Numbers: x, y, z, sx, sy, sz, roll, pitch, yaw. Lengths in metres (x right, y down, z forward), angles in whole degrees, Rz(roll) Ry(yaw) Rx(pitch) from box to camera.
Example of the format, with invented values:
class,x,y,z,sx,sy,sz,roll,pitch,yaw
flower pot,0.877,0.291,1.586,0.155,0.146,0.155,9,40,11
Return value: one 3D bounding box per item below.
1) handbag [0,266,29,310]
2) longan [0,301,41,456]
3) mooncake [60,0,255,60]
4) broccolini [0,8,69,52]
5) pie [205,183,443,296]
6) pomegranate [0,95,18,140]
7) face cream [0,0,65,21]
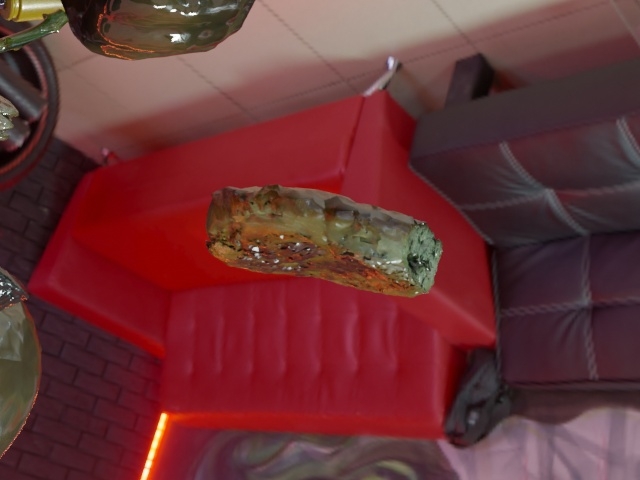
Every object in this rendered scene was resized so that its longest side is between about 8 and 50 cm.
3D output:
class,x,y,z,sx,sy,sz,roll,pitch,yaw
handbag,-0.414,0.043,0.821,0.175,0.088,0.270,-21,160,6
longan,-0.685,0.227,1.448,0.404,0.436,0.404,35,-179,-1
mooncake,-0.158,-0.320,0.825,0.161,0.290,0.290,-5,166,-28
broccolini,-0.289,-0.155,0.698,0.052,0.194,0.054,-22,102,41
pie,0.000,0.000,1.092,0.288,0.103,0.355,8,173,17
pomegranate,-0.447,-0.177,0.986,0.210,0.180,0.180,28,153,-33
face cream,-0.342,-0.316,1.076,0.273,0.078,0.078,-16,175,-34
